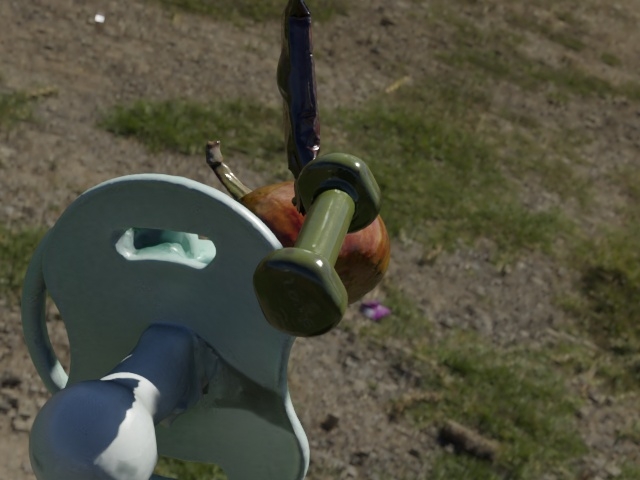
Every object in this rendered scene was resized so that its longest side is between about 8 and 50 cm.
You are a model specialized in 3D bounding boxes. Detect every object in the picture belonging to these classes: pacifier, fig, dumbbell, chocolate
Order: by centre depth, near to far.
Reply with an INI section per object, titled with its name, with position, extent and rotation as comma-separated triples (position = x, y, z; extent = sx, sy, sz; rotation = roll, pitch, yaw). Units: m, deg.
[dumbbell]
position = 0.000, 0.000, 0.606
extent = 0.046, 0.052, 0.118
rotation = -11, 30, 23
[chocolate]
position = -0.019, -0.113, 0.833
extent = 0.028, 0.182, 0.086
rotation = -5, 14, -5
[pacifier]
position = -0.157, 0.121, 0.935
extent = 0.288, 0.343, 0.269
rotation = 5, 21, 19
[fig]
position = -0.036, 0.009, 1.115
extent = 0.202, 0.148, 0.149
rotation = 9, 55, 30
